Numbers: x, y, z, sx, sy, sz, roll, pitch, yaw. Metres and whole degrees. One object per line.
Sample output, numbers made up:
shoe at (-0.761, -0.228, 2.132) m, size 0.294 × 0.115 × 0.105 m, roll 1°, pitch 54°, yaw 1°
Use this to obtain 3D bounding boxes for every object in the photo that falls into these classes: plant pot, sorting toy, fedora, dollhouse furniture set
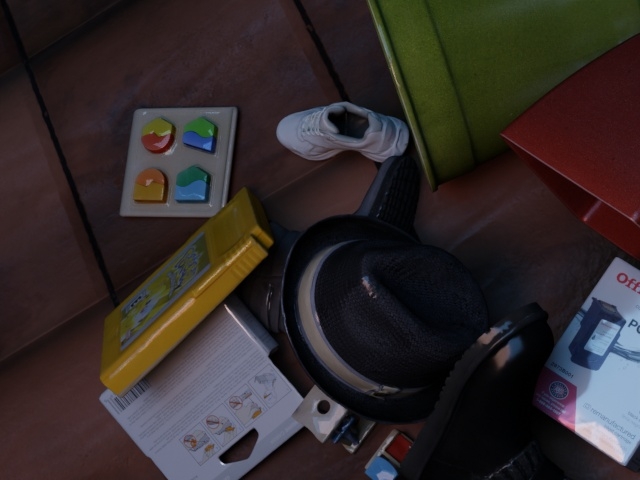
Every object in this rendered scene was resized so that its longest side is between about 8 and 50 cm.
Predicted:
plant pot at (0.450, -0.114, 1.712) m, size 0.236 × 0.267 × 0.267 m, roll -50°, pitch 46°, yaw 2°
sorting toy at (-0.241, -0.134, 2.169) m, size 0.208 × 0.038 × 0.193 m, roll 0°, pitch 75°, yaw 23°
fedora at (0.114, 0.091, 1.785) m, size 0.152 × 0.334 × 0.334 m, roll -28°, pitch 61°, yaw 49°
plant pot at (0.267, -0.299, 1.855) m, size 0.352 × 0.366 × 0.367 m, roll -19°, pitch 68°, yaw 5°
dollhouse furniture set at (0.085, 0.266, 1.863) m, size 0.183 × 0.129 × 0.129 m, roll 37°, pitch 91°, yaw 28°

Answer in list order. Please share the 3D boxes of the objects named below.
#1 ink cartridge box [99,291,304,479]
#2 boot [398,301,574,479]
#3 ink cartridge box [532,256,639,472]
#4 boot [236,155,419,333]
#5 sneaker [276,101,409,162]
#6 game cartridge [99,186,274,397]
ink cartridge box at (-0.168, 0.245, 1.991) m, size 0.275 × 0.060 × 0.239 m, roll -41°, pitch 88°, yaw 19°
boot at (0.276, 0.275, 1.693) m, size 0.260 × 0.131 × 0.348 m, roll 42°, pitch 127°, yaw 24°
ink cartridge box at (0.417, 0.168, 1.768) m, size 0.172 × 0.100 × 0.237 m, roll 33°, pitch 89°, yaw 27°
boot at (0.000, 0.000, 1.991) m, size 0.222 × 0.118 × 0.338 m, roll 19°, pitch 78°, yaw 31°
sneaker at (0.018, -0.182, 2.023) m, size 0.232 × 0.115 × 0.090 m, roll 3°, pitch 75°, yaw 33°
game cartridge at (-0.208, 0.068, 1.985) m, size 0.052 × 0.285 × 0.324 m, roll 43°, pitch 96°, yaw -16°
